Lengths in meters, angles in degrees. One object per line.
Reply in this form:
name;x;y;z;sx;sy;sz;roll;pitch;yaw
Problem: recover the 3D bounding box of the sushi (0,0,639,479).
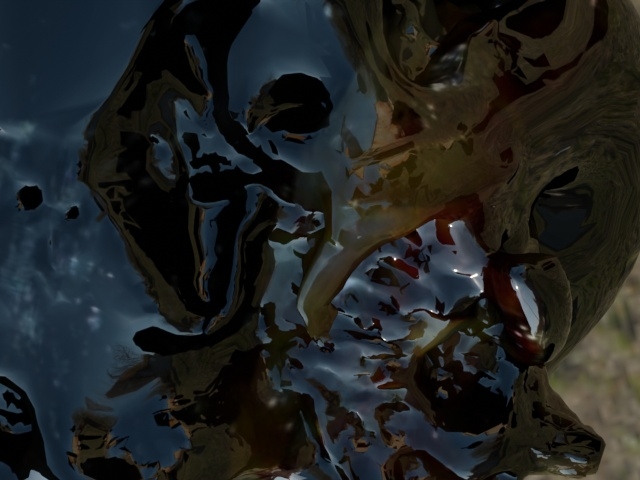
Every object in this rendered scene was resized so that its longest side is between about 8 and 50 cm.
sushi;0.000;-0.001;0.630;0.215;0.212;0.227;-34;-39;-74
